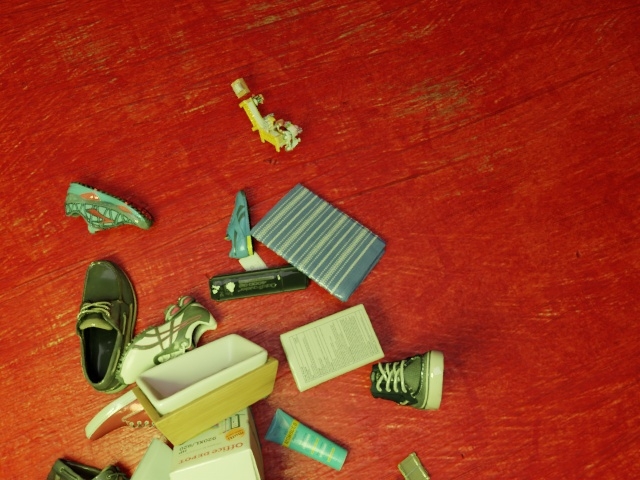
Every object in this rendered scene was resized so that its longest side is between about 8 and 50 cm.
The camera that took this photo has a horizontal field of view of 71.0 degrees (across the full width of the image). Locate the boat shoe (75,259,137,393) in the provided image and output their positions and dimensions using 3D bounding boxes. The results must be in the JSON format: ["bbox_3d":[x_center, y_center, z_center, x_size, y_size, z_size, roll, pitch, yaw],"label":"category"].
[{"bbox_3d":[-0.552,0.211,1.159,0.133,0.130,0.355,-13,74,-8],"label":"boat shoe"}]

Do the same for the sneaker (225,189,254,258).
[{"bbox_3d":[-0.241,-0.049,1.298,0.082,0.069,0.209,-7,72,-1],"label":"sneaker"}]

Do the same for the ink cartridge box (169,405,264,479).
[{"bbox_3d":[-0.225,0.493,1.014,0.171,0.233,0.168,-13,104,-9],"label":"ink cartridge box"}]

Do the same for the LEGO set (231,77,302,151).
[{"bbox_3d":[-0.152,-0.388,1.389,0.107,0.132,0.287,-34,71,-22],"label":"LEGO set"}]

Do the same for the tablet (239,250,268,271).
[{"bbox_3d":[-0.190,0.073,1.294,0.054,0.006,0.083,-37,78,-14],"label":"tablet"}]

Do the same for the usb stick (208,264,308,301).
[{"bbox_3d":[-0.170,0.118,1.258,0.278,0.045,0.077,-8,96,-7],"label":"usb stick"}]

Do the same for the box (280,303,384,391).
[{"bbox_3d":[0.026,0.282,1.180,0.233,0.127,0.148,-19,75,-9],"label":"box"}]

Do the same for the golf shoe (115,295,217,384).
[{"bbox_3d":[-0.390,0.263,1.138,0.120,0.105,0.273,31,61,19],"label":"golf shoe"}]

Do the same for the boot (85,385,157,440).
[{"bbox_3d":[-0.436,0.457,1.115,0.244,0.088,0.176,-33,79,-17],"label":"boot"}]

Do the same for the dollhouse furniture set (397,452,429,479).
[{"bbox_3d":[0.199,0.618,1.139,0.152,0.058,0.076,-23,67,-31],"label":"dollhouse furniture set"}]

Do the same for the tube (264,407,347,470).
[{"bbox_3d":[-0.034,0.514,1.147,0.207,0.052,0.080,23,65,9],"label":"tube"}]

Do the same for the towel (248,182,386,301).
[{"bbox_3d":[0.000,0.000,1.288,0.336,0.040,0.243,35,58,9],"label":"towel"}]

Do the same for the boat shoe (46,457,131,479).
[{"bbox_3d":[-0.512,0.581,1.061,0.286,0.103,0.092,8,76,5],"label":"boat shoe"}]

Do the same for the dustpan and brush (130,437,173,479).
[{"bbox_3d":[-0.351,0.590,1.063,0.211,0.060,0.147,39,28,-12],"label":"dustpan and brush"}]

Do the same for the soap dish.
[{"bbox_3d":[-0.269,0.340,1.059,0.291,0.229,0.118,-21,104,-32],"label":"soap dish"}]

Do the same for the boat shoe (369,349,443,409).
[{"bbox_3d":[0.197,0.337,1.074,0.158,0.340,0.127,6,60,9],"label":"boat shoe"}]

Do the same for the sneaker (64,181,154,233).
[{"bbox_3d":[-0.602,-0.069,1.278,0.262,0.104,0.125,21,89,7],"label":"sneaker"}]
